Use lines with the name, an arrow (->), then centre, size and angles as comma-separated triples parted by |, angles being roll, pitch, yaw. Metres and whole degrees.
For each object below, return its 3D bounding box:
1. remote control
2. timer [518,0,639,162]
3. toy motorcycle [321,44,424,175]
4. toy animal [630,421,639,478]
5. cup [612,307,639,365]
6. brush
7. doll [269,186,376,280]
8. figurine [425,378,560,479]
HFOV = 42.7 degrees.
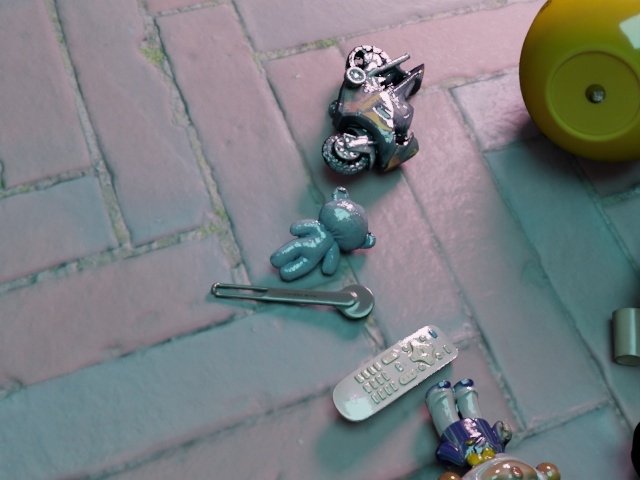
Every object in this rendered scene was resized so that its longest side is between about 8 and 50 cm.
remote control -> 0.115, 0.210, 1.270 | 0.229, 0.044, 0.073 | -28, 61, -29
timer -> 0.546, -0.324, 1.464 | 0.376, 0.376, 0.387 | 33, 45, 13
toy motorcycle -> 0.104, -0.230, 1.489 | 0.173, 0.108, 0.307 | 19, 59, -5
toy animal -> 0.535, 0.368, 1.150 | 0.187, 0.165, 0.235 | 17, 56, -16
cup -> 0.509, 0.162, 1.340 | 0.054, 0.075, 0.083 | -9, 57, 33
brush -> -0.045, 0.092, 1.333 | 0.266, 0.027, 0.062 | 5, 59, 1
doll -> 0.000, -0.001, 1.371 | 0.180, 0.075, 0.120 | -33, 107, -1
figurine -> 0.225, 0.331, 1.168 | 0.194, 0.133, 0.274 | -17, 55, -41
